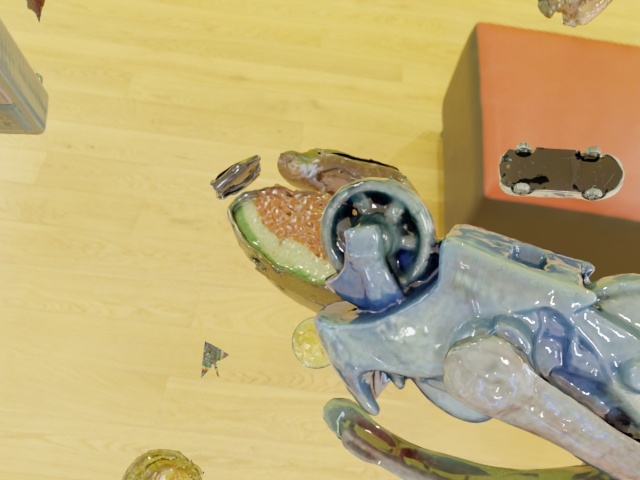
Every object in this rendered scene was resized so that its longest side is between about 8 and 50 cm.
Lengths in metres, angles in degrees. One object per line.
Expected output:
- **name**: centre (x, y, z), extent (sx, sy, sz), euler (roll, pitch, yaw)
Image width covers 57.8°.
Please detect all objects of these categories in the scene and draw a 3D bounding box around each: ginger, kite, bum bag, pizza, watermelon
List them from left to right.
- **kite**: centre (-0.249, 0.273, 1.343), extent (0.004, 0.122, 0.090), euler (-19, 91, 26)
- **bum bag**: centre (-0.187, -0.138, 1.285), extent (0.123, 0.248, 0.060), euler (-36, 98, -8)
- **watermelon**: centre (-0.009, 0.206, 1.182), extent (0.105, 0.062, 0.105), euler (1, 86, -10)
- **ginger**: centre (0.064, -0.112, 1.147), extent (0.309, 0.107, 0.133), euler (19, 47, -5)
- **pizza**: centre (0.298, -0.370, 0.732), extent (0.195, 0.052, 0.185), euler (30, 80, 16)

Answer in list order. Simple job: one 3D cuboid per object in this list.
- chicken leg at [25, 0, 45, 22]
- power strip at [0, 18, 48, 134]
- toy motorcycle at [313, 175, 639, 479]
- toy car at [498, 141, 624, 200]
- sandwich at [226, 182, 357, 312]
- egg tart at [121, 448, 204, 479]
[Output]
- **chicken leg**: centre (-0.541, -0.524, 1.040), extent (0.063, 0.105, 0.234), euler (-28, 94, -35)
- **power strip**: centre (-0.290, -0.140, 0.393), extent (0.145, 0.216, 0.061), euler (-1, 74, -9)
- **toy motorcycle**: centre (0.120, 0.104, 0.453), extent (0.319, 0.182, 0.241), euler (22, 86, 17)
- **toy car**: centre (0.414, -0.115, 1.007), extent (0.205, 0.056, 0.095), euler (6, 67, 10)
- **sandwich**: centre (-0.014, 0.004, 0.921), extent (0.292, 0.109, 0.212), euler (16, 55, 19)
- **egg tart**: centre (-0.213, 0.348, 0.798), extent (0.130, 0.052, 0.130), euler (17, 50, -21)
